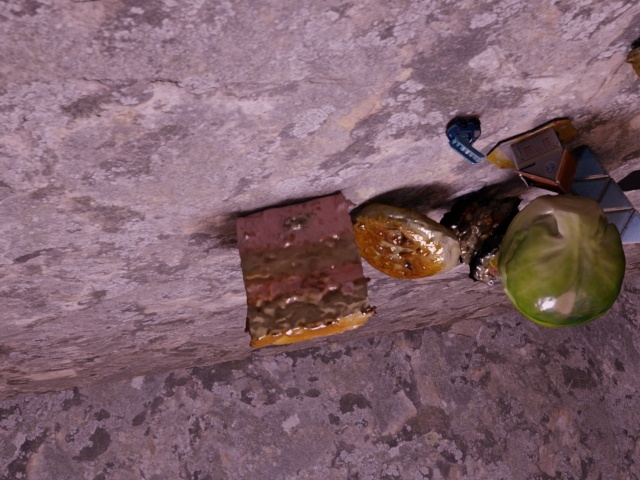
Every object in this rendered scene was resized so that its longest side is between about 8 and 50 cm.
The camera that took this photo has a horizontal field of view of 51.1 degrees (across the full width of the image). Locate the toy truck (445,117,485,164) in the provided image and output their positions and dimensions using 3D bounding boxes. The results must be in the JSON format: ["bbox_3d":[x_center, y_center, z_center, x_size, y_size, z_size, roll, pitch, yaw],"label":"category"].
[{"bbox_3d":[0.300,-0.201,1.369,0.073,0.090,0.056,-5,161,-25],"label":"toy truck"}]

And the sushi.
[{"bbox_3d":[0.447,-0.013,1.827,0.238,0.218,0.225,-38,146,-20],"label":"sushi"}]

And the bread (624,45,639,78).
[{"bbox_3d":[0.746,-0.281,1.186,0.315,0.279,0.248,10,146,-25],"label":"bread"}]

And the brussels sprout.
[{"bbox_3d":[0.571,0.047,1.592,0.289,0.282,0.355,-4,126,2],"label":"brussels sprout"}]

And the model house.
[{"bbox_3d":[0.519,-0.163,1.564,0.207,0.136,0.219,-23,160,23],"label":"model house"}]

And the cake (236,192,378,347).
[{"bbox_3d":[-0.051,0.090,1.648,0.313,0.307,0.293,-11,164,-8],"label":"cake"}]

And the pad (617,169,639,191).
[{"bbox_3d":[1.008,-0.189,2.045,0.245,0.006,0.170,-9,160,-14],"label":"pad"}]

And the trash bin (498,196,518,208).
[{"bbox_3d":[0.518,-0.088,1.938,0.092,0.043,0.061,-12,162,0],"label":"trash bin"}]

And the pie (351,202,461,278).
[{"bbox_3d":[0.209,0.009,1.754,0.314,0.093,0.315,20,154,10],"label":"pie"}]

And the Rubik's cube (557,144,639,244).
[{"bbox_3d":[0.695,-0.090,1.766,0.228,0.229,0.233,6,162,-30],"label":"Rubik's cube"}]
